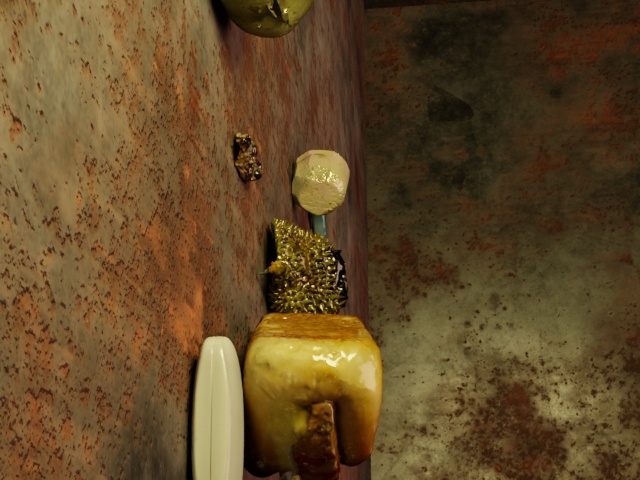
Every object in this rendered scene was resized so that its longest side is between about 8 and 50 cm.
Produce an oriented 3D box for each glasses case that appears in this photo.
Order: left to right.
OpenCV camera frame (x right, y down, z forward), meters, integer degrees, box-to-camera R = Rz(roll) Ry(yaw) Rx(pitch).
[{"bbox_3d":[-0.124,0.233,1.340,0.092,0.059,0.234,67,22,-72],"label":"glasses case"}]

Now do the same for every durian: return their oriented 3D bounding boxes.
[{"bbox_3d":[-0.023,0.055,1.902,0.237,0.137,0.194,25,63,-81],"label":"durian"}]

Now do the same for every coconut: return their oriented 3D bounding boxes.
[{"bbox_3d":[0.002,-0.124,2.241,0.122,0.116,0.116,-84,169,-51],"label":"coconut"}]

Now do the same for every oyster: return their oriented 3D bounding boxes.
[{"bbox_3d":[-0.111,-0.127,1.697,0.132,0.029,0.086,-62,149,-79],"label":"oyster"}]

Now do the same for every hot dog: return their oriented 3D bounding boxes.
[{"bbox_3d":[-0.018,0.225,1.546,0.405,0.185,0.223,-135,-130,-88],"label":"hot dog"}]

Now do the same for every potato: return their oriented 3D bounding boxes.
[{"bbox_3d":[-0.082,-0.391,1.569,0.248,0.143,0.169,73,5,-61],"label":"potato"}]

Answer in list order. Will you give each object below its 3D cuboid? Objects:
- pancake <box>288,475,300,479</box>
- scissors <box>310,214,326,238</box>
[{"bbox_3d":[-0.016,0.602,1.925,0.387,0.082,0.387,-12,90,-88],"label":"pancake"},{"bbox_3d":[-0.001,0.000,2.514,0.180,0.032,0.393,-49,135,-80],"label":"scissors"}]
